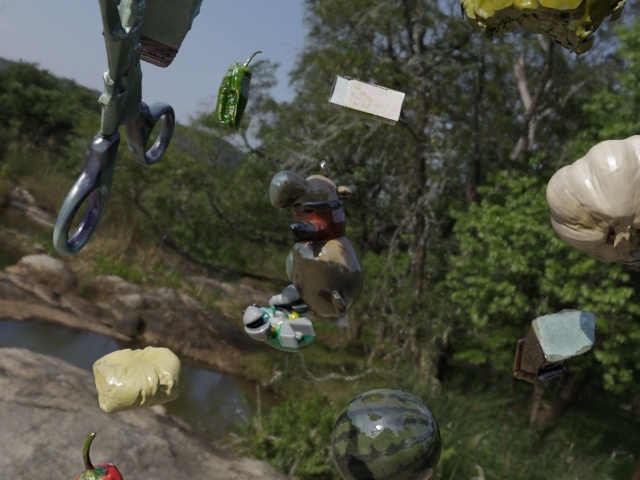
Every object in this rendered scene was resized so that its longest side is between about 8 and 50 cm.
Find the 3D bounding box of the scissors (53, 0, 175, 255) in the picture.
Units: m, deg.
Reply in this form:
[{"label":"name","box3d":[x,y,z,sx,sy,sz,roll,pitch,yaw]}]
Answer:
[{"label":"scissors","box3d":[-0.219,-0.163,0.754,0.029,0.256,0.384,27,-38,3]}]

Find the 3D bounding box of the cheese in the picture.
[{"label":"cheese","box3d":[-0.438,0.338,1.678,0.213,0.118,0.226,-8,15,-27]}]

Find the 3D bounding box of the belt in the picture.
[{"label":"belt","box3d":[-0.223,-0.424,1.058,0.122,0.325,0.260,21,33,-23]}]

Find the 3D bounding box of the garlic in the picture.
[{"label":"garlic","box3d":[0.488,-0.056,1.125,0.227,0.228,0.152,24,36,-3]}]

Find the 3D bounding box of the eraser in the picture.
[{"label":"eraser","box3d":[0.053,-0.162,0.800,0.083,0.038,0.019,16,-12,0]}]

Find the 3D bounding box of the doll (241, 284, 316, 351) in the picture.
[{"label":"doll","box3d":[-0.125,0.201,1.731,0.258,0.195,0.153,-9,-63,32]}]

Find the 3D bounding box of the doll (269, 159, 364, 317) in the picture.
[{"label":"doll","box3d":[0.000,0.000,1.481,0.174,0.330,0.235,-13,6,-5]}]

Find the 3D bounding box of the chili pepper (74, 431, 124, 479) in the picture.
[{"label":"chili pepper","box3d":[-0.273,0.366,0.872,0.071,0.273,0.063,-3,11,0]}]

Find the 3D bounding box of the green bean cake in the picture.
[{"label":"green bean cake","box3d":[0.503,-0.541,1.570,0.310,0.285,0.202,41,11,11]}]

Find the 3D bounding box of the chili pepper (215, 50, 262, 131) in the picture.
[{"label":"chili pepper","box3d":[-0.199,-0.362,1.626,0.072,0.204,0.073,15,4,-2]}]

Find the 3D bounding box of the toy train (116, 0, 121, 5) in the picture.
[{"label":"toy train","box3d":[-0.377,-0.463,1.296,0.209,0.044,0.042,33,-28,55]}]

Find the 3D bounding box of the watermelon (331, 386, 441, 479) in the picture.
[{"label":"watermelon","box3d":[0.124,0.386,1.322,0.212,0.212,0.212,24,0,0]}]

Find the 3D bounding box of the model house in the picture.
[{"label":"model house","box3d":[0.456,0.218,1.348,0.165,0.152,0.106,-9,50,-19]}]
